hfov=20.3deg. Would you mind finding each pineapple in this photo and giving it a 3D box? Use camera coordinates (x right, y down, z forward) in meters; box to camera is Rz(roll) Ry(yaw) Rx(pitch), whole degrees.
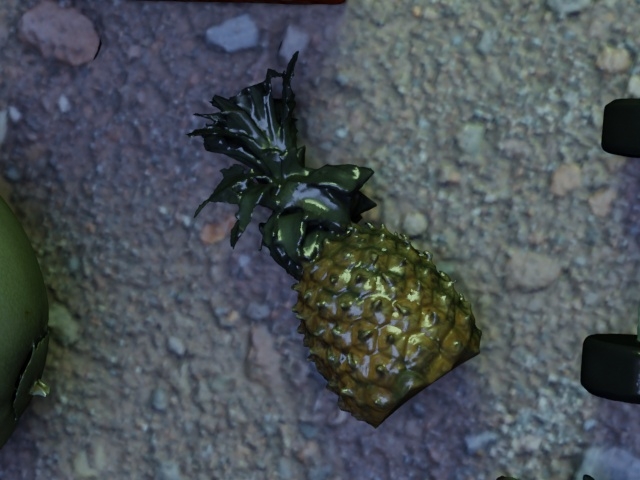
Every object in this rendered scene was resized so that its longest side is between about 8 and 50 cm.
[{"bbox_3d":[0.000,0.000,1.193,0.125,0.125,0.251,-35,78,12],"label":"pineapple"}]

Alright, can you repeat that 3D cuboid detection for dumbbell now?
[{"bbox_3d":[0.222,0.008,1.143,0.100,0.100,0.191,5,93,13],"label":"dumbbell"}]

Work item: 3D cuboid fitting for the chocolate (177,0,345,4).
[{"bbox_3d":[-0.109,-0.233,1.150,0.237,0.235,0.108,5,82,13],"label":"chocolate"}]

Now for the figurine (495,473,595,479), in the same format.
[{"bbox_3d":[0.194,0.269,1.128,0.265,0.197,0.175,27,122,7],"label":"figurine"}]

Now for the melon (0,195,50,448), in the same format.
[{"bbox_3d":[-0.332,0.039,1.185,0.330,0.268,0.268,27,97,-1],"label":"melon"}]
